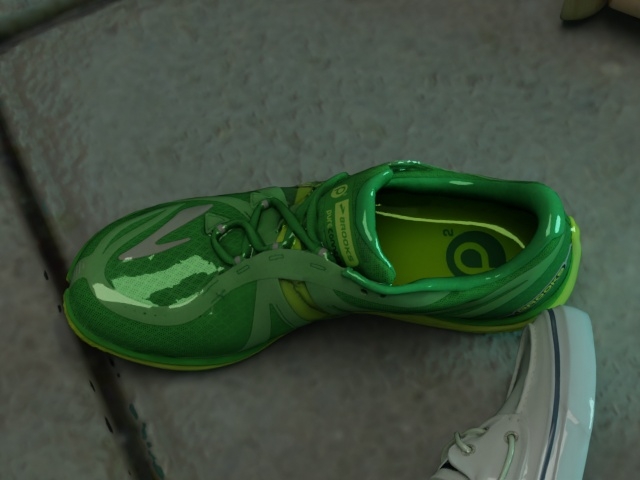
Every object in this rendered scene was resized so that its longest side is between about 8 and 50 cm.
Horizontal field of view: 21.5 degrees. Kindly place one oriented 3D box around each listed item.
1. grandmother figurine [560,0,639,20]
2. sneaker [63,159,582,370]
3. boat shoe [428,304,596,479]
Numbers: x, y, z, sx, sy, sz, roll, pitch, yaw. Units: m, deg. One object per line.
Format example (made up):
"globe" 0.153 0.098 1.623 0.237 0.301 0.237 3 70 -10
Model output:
"grandmother figurine" 0.334 -0.143 1.028 0.342 0.104 0.208 24 95 9
"sneaker" 0.000 0.000 0.946 0.295 0.123 0.109 -7 65 -1
"boat shoe" 0.096 0.129 0.893 0.075 0.083 0.226 13 57 0
